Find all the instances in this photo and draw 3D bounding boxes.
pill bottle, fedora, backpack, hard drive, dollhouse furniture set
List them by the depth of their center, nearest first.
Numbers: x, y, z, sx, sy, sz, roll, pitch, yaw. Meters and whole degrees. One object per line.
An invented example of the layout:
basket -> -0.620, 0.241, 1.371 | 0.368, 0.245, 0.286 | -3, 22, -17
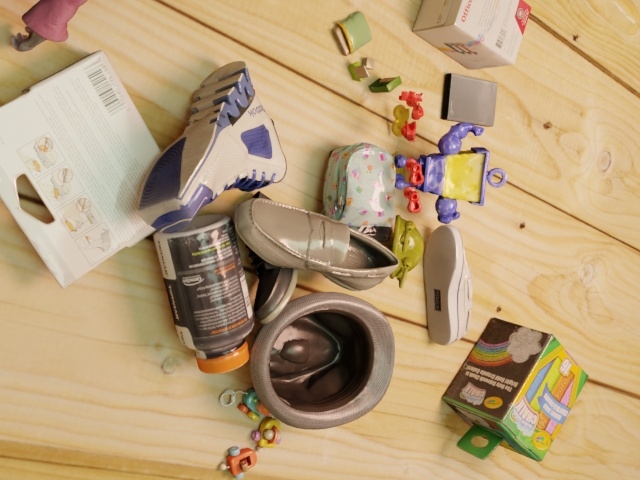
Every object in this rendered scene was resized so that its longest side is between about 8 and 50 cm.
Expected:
pill bottle -> -0.182, 0.089, 1.200 | 0.130, 0.130, 0.246 | -19, 106, -30
fedora -> -0.014, 0.207, 1.330 | 0.275, 0.124, 0.244 | -3, 97, -28
backpack -> 0.073, -0.088, 1.356 | 0.151, 0.115, 0.182 | 0, 93, -31
dollhouse furniture set -> 0.090, -0.346, 1.366 | 0.076, 0.058, 0.152 | -38, 115, -24
hard drive -> 0.311, -0.292, 1.541 | 0.135, 0.022, 0.094 | 2, 95, -33

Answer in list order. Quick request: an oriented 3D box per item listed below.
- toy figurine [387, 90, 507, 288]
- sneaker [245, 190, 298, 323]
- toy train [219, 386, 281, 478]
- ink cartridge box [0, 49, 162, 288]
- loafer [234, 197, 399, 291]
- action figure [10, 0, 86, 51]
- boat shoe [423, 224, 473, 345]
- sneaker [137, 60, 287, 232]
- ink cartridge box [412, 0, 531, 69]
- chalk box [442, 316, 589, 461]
toy figurine -> 0.249, -0.091, 1.382 | 0.217, 0.191, 0.363 | 1, 102, -7
sneaker -> -0.101, 0.028, 1.260 | 0.118, 0.083, 0.222 | 32, 51, -25
toy train -> -0.123, 0.342, 1.322 | 0.125, 0.046, 0.166 | -12, 103, -32
ink cartridge box -> -0.360, -0.105, 1.102 | 0.239, 0.060, 0.275 | -37, 115, -23
loafer -> 0.000, 0.000, 1.223 | 0.319, 0.111, 0.112 | 21, 57, -40
action figure -> -0.389, -0.389, 0.935 | 0.370, 0.275, 0.248 | -1, 91, -19
boat shoe -> 0.272, 0.088, 1.532 | 0.084, 0.095, 0.258 | -13, 113, -36
sneaker -> -0.141, -0.121, 1.171 | 0.182, 0.127, 0.316 | 49, 47, -34
ink cartridge box -> 0.297, -0.434, 1.449 | 0.176, 0.127, 0.128 | 23, 84, -34
chalk box -> 0.406, 0.345, 1.593 | 0.179, 0.180, 0.289 | 44, 74, -29
